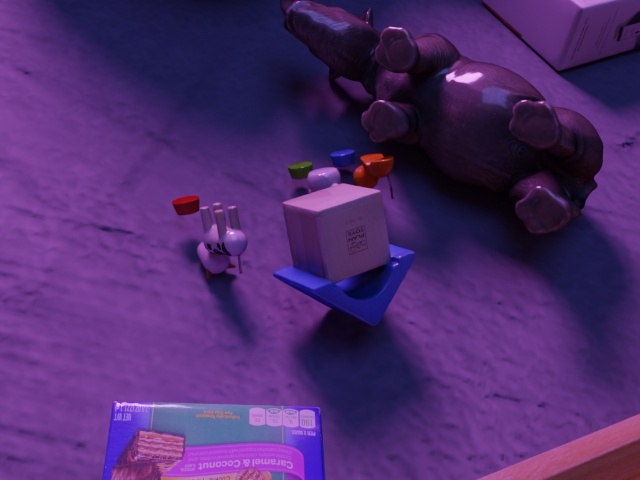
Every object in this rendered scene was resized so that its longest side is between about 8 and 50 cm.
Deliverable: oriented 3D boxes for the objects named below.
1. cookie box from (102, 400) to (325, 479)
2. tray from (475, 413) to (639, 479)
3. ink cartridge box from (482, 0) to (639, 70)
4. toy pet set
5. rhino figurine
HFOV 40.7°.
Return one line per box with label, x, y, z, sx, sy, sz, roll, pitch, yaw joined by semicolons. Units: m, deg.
cookie box;-0.044;0.122;0.347;0.091;0.040;0.107;3;49;-8
tray;0.247;0.121;0.325;0.410;0.076;0.203;-14;24;-22
ink cartridge box;0.211;-0.193;0.661;0.135;0.056;0.099;-20;54;-24
toy pet set;0.000;0.000;0.468;0.122;0.065;0.114;-19;19;-28
rhino figurine;0.064;-0.089;0.525;0.243;0.073;0.106;36;20;22
